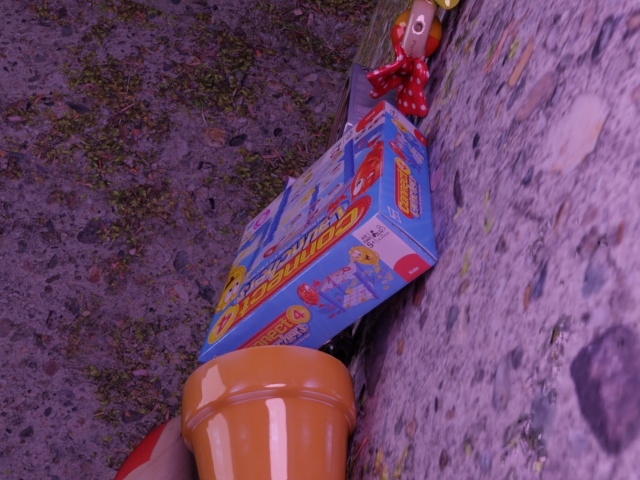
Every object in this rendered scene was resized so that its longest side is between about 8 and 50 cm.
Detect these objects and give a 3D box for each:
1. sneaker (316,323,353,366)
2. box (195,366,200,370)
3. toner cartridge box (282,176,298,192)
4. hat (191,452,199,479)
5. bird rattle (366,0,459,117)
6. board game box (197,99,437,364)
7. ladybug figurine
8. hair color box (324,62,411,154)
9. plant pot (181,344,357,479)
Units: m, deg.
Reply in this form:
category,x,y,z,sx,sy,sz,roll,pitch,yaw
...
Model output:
category,x,y,z,sx,sy,sz,roll,pitch,yaw
sneaker,0.003,0.183,0.939,0.077,0.072,0.178,-93,13,-45
box,-0.096,0.259,0.933,0.093,0.156,0.158,114,142,-58
toner cartridge box,-0.011,-0.070,1.396,0.348,0.165,0.075,-164,91,-84
hat,-0.117,0.384,1.053,0.331,0.134,0.331,-7,-90,-86
bird rattle,0.156,-0.315,0.976,0.207,0.143,0.253,-47,-37,-75
board game box,0.000,0.000,0.811,0.308,0.086,0.302,-40,21,27
ladybug figurine,-0.254,0.459,1.091,0.449,0.162,0.305,37,-134,-86
hair color box,0.075,-0.168,1.114,0.374,0.114,0.185,-80,9,-61
plant pot,-0.053,0.251,0.698,0.205,0.205,0.188,113,157,-43
